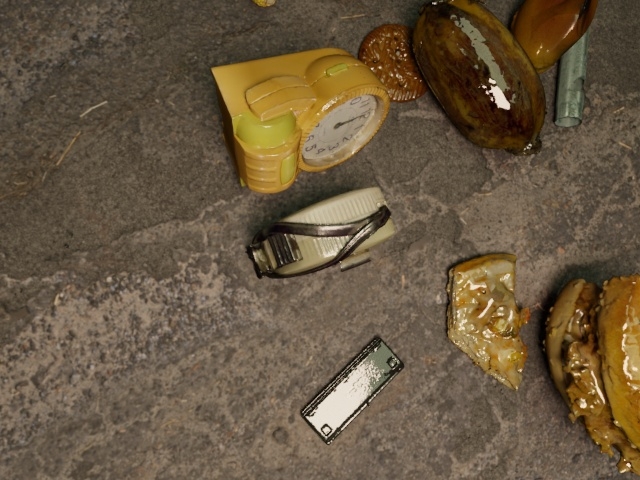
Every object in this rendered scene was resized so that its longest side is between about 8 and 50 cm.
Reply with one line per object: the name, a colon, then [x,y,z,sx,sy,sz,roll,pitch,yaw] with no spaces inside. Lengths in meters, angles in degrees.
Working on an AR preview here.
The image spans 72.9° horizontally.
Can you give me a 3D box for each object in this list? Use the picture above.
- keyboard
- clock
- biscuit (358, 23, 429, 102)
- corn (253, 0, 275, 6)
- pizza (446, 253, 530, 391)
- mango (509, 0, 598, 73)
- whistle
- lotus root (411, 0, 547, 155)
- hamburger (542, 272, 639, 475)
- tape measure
keyboard: [0.070,0.309,0.893,0.230,0.025,0.093,-41,90,-12]
clock: [-0.028,-0.240,0.834,0.317,0.244,0.200,-25,73,-15]
biscuit: [0.177,-0.406,0.991,0.188,0.027,0.187,1,84,-11]
corn: [-0.162,-0.597,0.933,0.072,0.072,0.203,-34,89,-12]
pizza: [0.369,0.177,0.938,0.189,0.071,0.297,-2,85,-11]
mango: [0.532,-0.501,1.004,0.136,0.166,0.236,29,83,-47]
whistle: [0.614,-0.431,1.053,0.062,0.062,0.312,10,82,-9]
lotus root: [0.350,-0.349,0.932,0.196,0.179,0.397,-37,98,-13]
hamburger: [0.616,0.294,0.866,0.287,0.268,0.445,-43,96,-13]
tape measure: [0.000,0.000,0.811,0.271,0.231,0.133,-18,89,-12]
